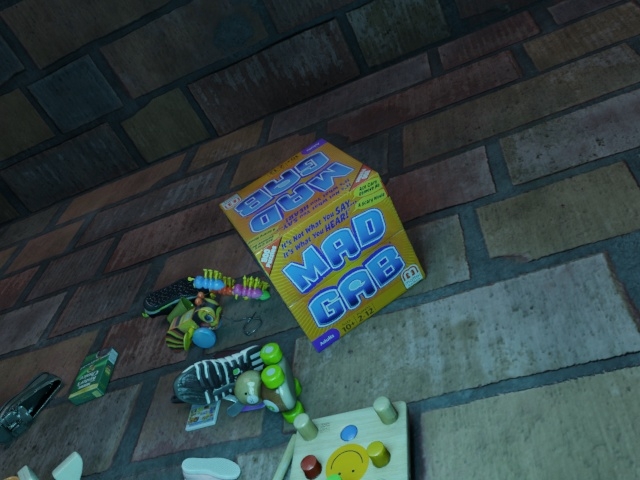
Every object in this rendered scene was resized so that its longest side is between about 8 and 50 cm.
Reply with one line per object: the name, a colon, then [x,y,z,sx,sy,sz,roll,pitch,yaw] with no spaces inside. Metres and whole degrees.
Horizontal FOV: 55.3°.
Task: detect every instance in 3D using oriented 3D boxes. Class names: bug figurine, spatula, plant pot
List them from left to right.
plant pot: [-0.449,0.239,1.968,0.079,0.083,0.083,-41,31,4]
spatula: [-0.263,0.407,1.592,0.296,0.030,0.084,-5,38,19]
bug figurine: [-0.264,0.142,1.827,0.216,0.279,0.072,7,81,5]

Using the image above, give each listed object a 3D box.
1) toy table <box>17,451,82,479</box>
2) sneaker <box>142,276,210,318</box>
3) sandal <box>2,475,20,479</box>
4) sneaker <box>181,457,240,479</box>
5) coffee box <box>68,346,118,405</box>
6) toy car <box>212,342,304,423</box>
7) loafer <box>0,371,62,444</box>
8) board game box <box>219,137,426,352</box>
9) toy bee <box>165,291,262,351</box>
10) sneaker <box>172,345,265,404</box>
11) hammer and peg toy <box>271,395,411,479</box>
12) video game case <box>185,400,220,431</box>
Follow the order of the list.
toy table: [-0.632,0.646,1.451,0.274,0.161,0.252,4,45,44]
sneaker: [-0.482,0.195,2.042,0.234,0.097,0.084,-16,53,-23]
sandal: [-0.824,0.689,1.602,0.101,0.076,0.265,-20,26,-26]
sneaker: [-0.251,0.540,1.403,0.134,0.070,0.051,5,27,0]
coffee box: [-0.719,0.428,1.946,0.113,0.040,0.184,-21,32,14]
toy car: [-0.154,0.361,1.453,0.188,0.155,0.149,-21,32,5]
loafer: [-0.930,0.527,1.934,0.084,0.096,0.268,-2,39,29]
board game box: [0.000,0.000,1.664,0.356,0.357,0.356,-34,31,-7]
toy bee: [-0.350,0.224,1.821,0.298,0.162,0.195,-29,29,1]
sneaker: [-0.283,0.351,1.593,0.281,0.107,0.162,-10,-1,-43]
hammer and peg toy: [0.007,0.456,1.225,0.361,0.127,0.266,-17,34,20]
video game case: [-0.305,0.442,1.615,0.087,0.011,0.122,-19,33,17]
